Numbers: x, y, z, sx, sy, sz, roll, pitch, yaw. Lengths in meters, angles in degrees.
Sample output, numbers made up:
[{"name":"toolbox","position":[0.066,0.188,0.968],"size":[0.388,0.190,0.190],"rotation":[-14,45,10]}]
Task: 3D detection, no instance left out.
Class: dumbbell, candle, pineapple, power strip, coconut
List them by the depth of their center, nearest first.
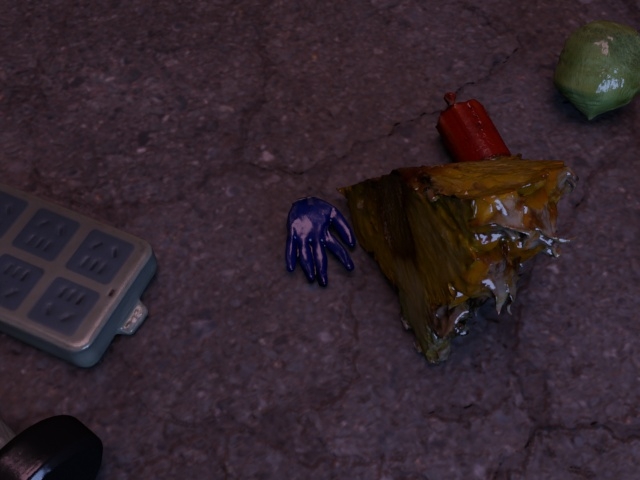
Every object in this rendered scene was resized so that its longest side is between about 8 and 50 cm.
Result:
[{"name":"dumbbell","position":[-0.259,0.131,0.592],"size":[0.191,0.100,0.100],"rotation":[34,65,17]},{"name":"pineapple","position":[0.128,0.009,0.640],"size":[0.140,0.250,0.164],"rotation":[-17,93,-18]},{"name":"power strip","position":[-0.274,0.014,0.695],"size":[0.271,0.046,0.118],"rotation":[21,61,13]},{"name":"candle","position":[0.144,-0.090,0.753],"size":[0.052,0.052,0.130],"rotation":[-17,59,-10]},{"name":"coconut","position":[0.272,-0.164,0.780],"size":[0.088,0.096,0.088],"rotation":[3,21,-1]}]

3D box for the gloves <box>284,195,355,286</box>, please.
[{"name":"gloves","position":[0.000,0.000,0.713],"size":[0.064,0.026,0.086],"rotation":[-1,59,-3]}]
